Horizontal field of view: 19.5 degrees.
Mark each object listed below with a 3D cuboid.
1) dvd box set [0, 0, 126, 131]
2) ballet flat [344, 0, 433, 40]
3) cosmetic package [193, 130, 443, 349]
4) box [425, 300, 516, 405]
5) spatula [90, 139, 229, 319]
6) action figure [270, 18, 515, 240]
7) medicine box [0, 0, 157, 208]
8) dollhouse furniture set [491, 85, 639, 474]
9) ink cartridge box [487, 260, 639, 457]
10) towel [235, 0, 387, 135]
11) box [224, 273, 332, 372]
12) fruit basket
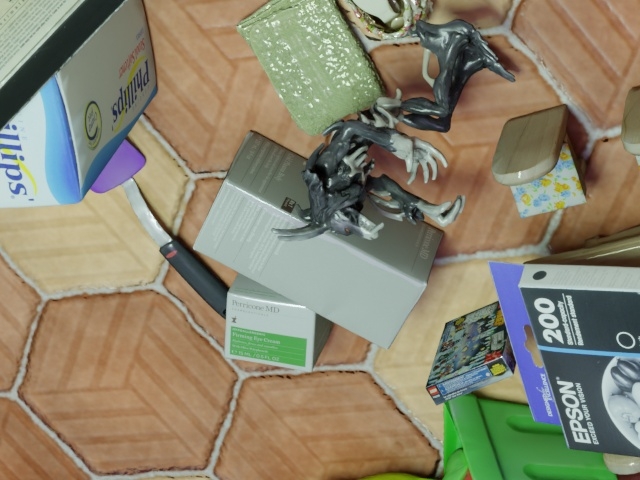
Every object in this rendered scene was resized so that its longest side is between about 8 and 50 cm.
[{"bbox_3d":[-0.379,-0.300,1.733,0.420,0.062,0.307,43,90,20],"label":"dvd box set"},{"bbox_3d":[0.021,-0.291,1.816,0.091,0.077,0.241,-38,104,29],"label":"ballet flat"},{"bbox_3d":[0.000,0.000,1.953,0.238,0.127,0.107,24,120,-3],"label":"cosmetic package"},{"bbox_3d":[0.167,0.114,1.968,0.094,0.137,0.027,-24,110,23],"label":"box"},{"bbox_3d":[-0.182,-0.017,2.042,0.084,0.030,0.296,-31,108,27],"label":"spatula"},{"bbox_3d":[0.077,-0.084,1.816,0.141,0.164,0.275,38,88,18],"label":"action figure"},{"bbox_3d":[-0.343,-0.152,1.870,0.289,0.263,0.149,-3,118,15],"label":"medicine box"},{"bbox_3d":[0.396,0.046,1.807,0.394,0.256,0.362,-14,114,20],"label":"dollhouse furniture set"},{"bbox_3d":[0.267,0.118,1.823,0.208,0.045,0.206,3,124,37],"label":"ink cartridge box"},{"bbox_3d":[-0.007,-0.187,1.909,0.110,0.027,0.148,-25,109,23],"label":"towel"},{"bbox_3d":[-0.043,0.077,2.019,0.101,0.102,0.087,9,118,10],"label":"box"},{"bbox_3d":[0.138,0.362,2.058,0.392,0.283,0.392,-3,118,-5],"label":"fruit basket"}]
